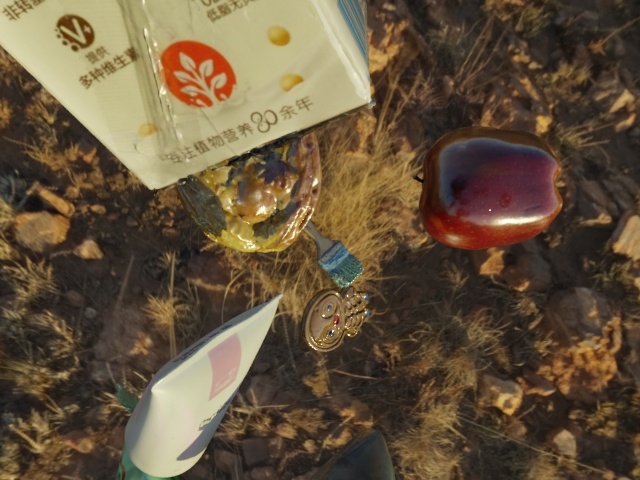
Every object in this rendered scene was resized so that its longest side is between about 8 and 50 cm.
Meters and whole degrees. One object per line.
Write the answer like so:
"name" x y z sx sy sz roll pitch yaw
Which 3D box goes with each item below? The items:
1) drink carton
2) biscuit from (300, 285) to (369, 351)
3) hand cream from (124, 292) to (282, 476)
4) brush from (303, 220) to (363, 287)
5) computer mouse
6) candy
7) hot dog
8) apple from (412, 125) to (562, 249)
"drink carton" -0.116 -0.199 0.325 0.194 0.324 0.132 -19 46 20
"biscuit" 0.033 0.147 1.082 0.175 0.026 0.124 -17 108 -39
"hand cream" -0.165 0.200 0.714 0.118 0.358 0.186 48 48 12
"brush" 0.000 0.000 1.034 0.070 0.021 0.196 -42 94 -28
"computer mouse" 0.023 0.389 0.805 0.122 0.371 0.188 45 101 18
"candy" -0.356 0.514 1.181 0.172 0.263 0.397 -9 63 -18
"hot dog" -0.103 -0.118 0.735 0.196 0.122 0.272 -12 76 -3
"apple" 0.361 -0.116 1.233 0.317 0.288 0.288 1 72 5
